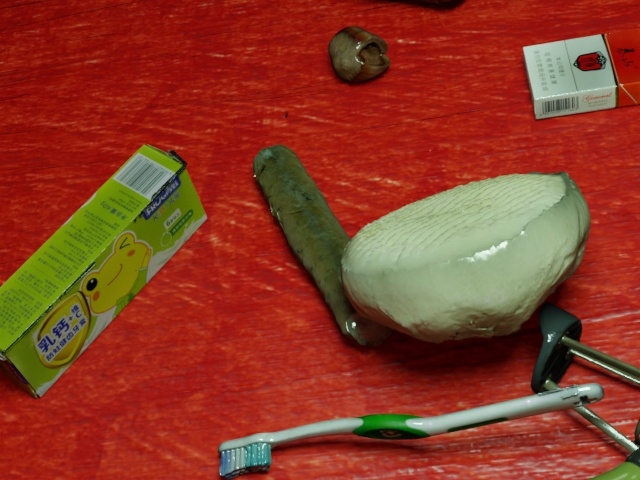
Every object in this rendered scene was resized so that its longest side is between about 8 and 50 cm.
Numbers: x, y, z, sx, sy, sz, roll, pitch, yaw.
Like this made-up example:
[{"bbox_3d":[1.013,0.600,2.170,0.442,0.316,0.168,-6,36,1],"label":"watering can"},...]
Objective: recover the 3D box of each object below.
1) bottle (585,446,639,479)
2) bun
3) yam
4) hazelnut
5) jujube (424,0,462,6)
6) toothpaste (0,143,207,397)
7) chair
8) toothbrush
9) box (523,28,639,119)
[{"bbox_3d":[0.235,0.292,1.018,0.260,0.112,0.112,-37,54,-13],"label":"bottle"},{"bbox_3d":[0.161,0.028,1.177,0.287,0.146,0.287,-17,11,3],"label":"bun"},{"bbox_3d":[0.000,0.000,1.330,0.071,0.067,0.317,-34,51,4],"label":"yam"},{"bbox_3d":[0.053,-0.255,1.507,0.086,0.086,0.086,-7,52,9],"label":"hazelnut"},{"bbox_3d":[0.113,-0.428,1.572,0.255,0.190,0.190,34,66,14],"label":"jujube"},{"bbox_3d":[-0.276,0.032,1.345,0.077,0.110,0.327,28,65,28],"label":"toothpaste"},{"bbox_3d":[0.302,0.156,1.125,0.221,0.104,0.095,33,84,29],"label":"chair"},{"bbox_3d":[0.083,0.189,1.143,0.418,0.042,0.040,-15,56,17],"label":"toothbrush"},{"bbox_3d":[0.344,-0.214,1.420,0.152,0.048,0.100,-10,54,9],"label":"box"}]
